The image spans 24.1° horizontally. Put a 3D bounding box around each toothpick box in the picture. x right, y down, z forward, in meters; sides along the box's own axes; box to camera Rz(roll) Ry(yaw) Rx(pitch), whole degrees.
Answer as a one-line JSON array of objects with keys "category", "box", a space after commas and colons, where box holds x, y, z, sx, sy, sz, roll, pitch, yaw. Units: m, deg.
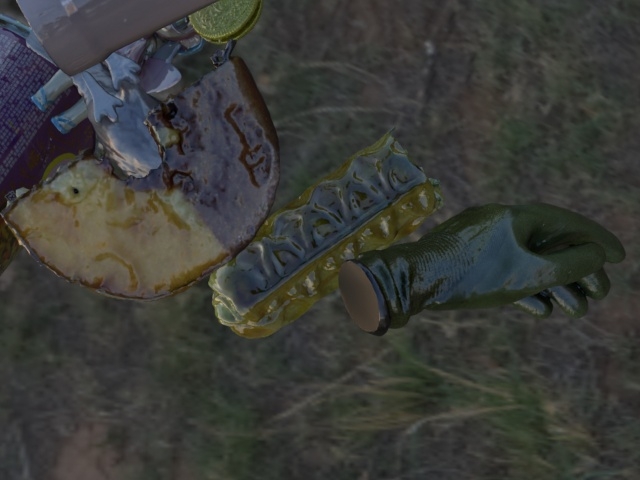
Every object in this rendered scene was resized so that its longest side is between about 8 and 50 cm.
[{"category": "toothpick box", "box": [-0.101, -0.171, 0.876, 0.149, 0.098, 0.098, -26, 66, 5]}]

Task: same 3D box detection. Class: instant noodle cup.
[{"category": "instant noodle cup", "box": [-0.465, -0.085, 1.875, 0.340, 0.340, 0.266, -14, 38, 32]}]

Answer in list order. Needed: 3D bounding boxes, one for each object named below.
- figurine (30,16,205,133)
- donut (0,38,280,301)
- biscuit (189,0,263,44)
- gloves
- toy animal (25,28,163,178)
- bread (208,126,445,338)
[{"category": "figurine", "box": [-0.238, -0.244, 1.764, 0.260, 0.103, 0.205, -41, 85, 4]}, {"category": "donut", "box": [-0.127, -0.032, 1.124, 0.141, 0.217, 0.085, 59, 160, -4]}, {"category": "biscuit", "box": [-0.095, -0.240, 1.523, 0.084, 0.023, 0.084, -11, 66, 27]}, {"category": "gloves", "box": [0.145, 0.022, 1.289, 0.135, 0.268, 0.107, 8, 100, 63]}, {"category": "toy animal", "box": [-0.204, -0.130, 1.552, 0.081, 0.206, 0.367, -42, 78, -7]}, {"category": "bread", "box": [0.001, 0.001, 1.554, 0.269, 0.098, 0.087, -37, 39, 1]}]
